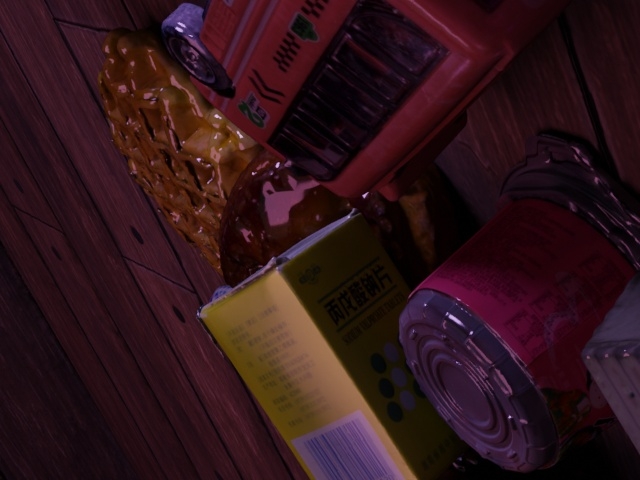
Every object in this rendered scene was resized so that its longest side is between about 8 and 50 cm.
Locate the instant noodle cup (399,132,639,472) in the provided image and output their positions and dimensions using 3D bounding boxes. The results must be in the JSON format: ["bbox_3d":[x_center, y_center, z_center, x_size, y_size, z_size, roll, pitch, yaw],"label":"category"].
[{"bbox_3d":[0.184,0.080,1.256,0.302,0.181,0.258,61,159,-18],"label":"instant noodle cup"}]

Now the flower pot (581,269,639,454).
[{"bbox_3d":[0.314,0.086,0.948,0.189,0.239,0.209,59,-170,-7],"label":"flower pot"}]

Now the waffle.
[{"bbox_3d":[-0.153,-0.087,1.866,0.379,0.095,0.382,46,160,14],"label":"waffle"}]

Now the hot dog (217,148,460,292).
[{"bbox_3d":[0.026,0.035,1.533,0.267,0.174,0.387,39,156,15],"label":"hot dog"}]

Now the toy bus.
[{"bbox_3d":[0.046,-0.182,1.061,0.233,0.203,0.427,43,164,0],"label":"toy bus"}]

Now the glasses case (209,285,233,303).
[{"bbox_3d":[-0.008,0.131,1.830,0.327,0.076,0.125,19,160,40],"label":"glasses case"}]

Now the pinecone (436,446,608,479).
[{"bbox_3d":[0.193,0.396,1.528,0.398,0.398,0.398,44,157,24],"label":"pinecone"}]

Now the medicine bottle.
[{"bbox_3d":[0.023,0.117,1.354,0.141,0.137,0.250,-30,94,47],"label":"medicine bottle"}]
